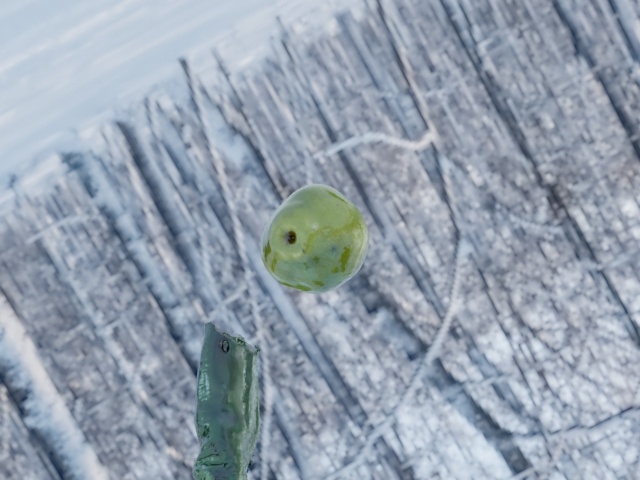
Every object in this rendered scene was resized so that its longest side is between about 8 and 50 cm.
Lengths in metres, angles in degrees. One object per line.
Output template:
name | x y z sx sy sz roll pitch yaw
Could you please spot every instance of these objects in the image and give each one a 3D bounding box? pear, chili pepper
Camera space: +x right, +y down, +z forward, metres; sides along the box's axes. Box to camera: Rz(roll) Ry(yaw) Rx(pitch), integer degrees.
pear | 0.000 0.000 0.953 0.092 0.092 0.097 -23 178 34
chili pepper | -0.099 0.183 1.234 0.061 0.098 0.224 -20 -132 20
